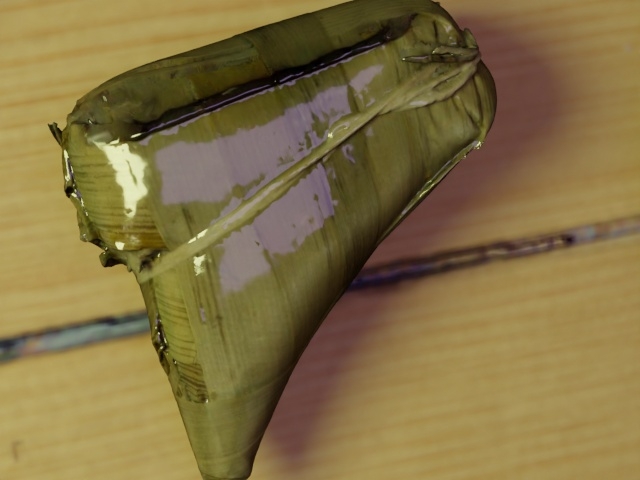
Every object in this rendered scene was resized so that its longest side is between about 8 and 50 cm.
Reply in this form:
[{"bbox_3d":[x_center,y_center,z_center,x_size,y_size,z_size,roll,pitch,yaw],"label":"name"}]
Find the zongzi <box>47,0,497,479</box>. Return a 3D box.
[{"bbox_3d":[0.000,0.000,0.712,0.194,0.099,0.197,-21,93,-4],"label":"zongzi"}]
